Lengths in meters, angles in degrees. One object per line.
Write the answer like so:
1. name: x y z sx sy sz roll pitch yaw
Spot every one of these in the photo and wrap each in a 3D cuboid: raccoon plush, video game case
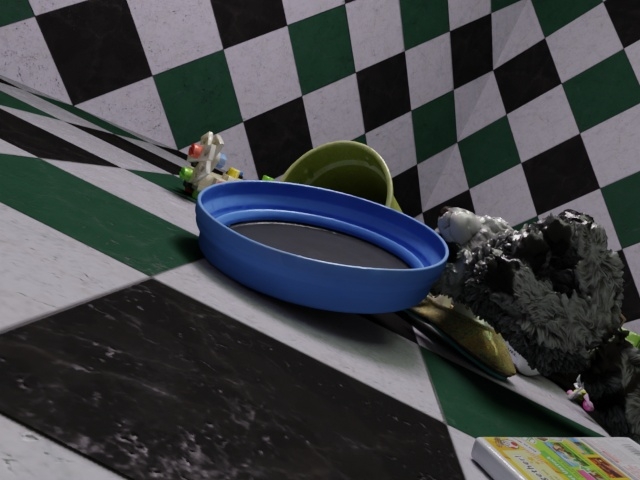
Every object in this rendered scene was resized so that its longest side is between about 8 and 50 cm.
1. raccoon plush: 0.319 0.142 0.990 0.216 0.447 0.299 -17 -1 -20
2. video game case: 0.276 0.238 0.518 0.206 0.026 0.227 8 13 -24

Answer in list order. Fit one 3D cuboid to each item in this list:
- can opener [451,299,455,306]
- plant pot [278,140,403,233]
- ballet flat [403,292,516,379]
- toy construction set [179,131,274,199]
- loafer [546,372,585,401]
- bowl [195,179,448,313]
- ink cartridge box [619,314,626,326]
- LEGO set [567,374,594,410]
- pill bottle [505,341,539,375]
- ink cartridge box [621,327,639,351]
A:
1. can opener: 0.275 0.154 1.414 0.280 0.074 0.093 24 40 0
2. plant pot: 0.071 -0.028 1.293 0.276 0.276 0.254 30 -5 36
3. ballet flat: 0.240 0.129 1.153 0.123 0.123 0.348 21 7 -39
4. toy construction set: -0.207 -0.128 1.457 0.327 0.151 0.215 35 -2 -40
5. loafer: 0.532 0.273 1.304 0.080 0.078 0.220 22 7 -37
6. bowl: 0.000 0.000 0.948 0.391 0.077 0.391 11 18 -4
7. ink cartridge box: 0.516 0.130 1.355 0.193 0.088 0.234 41 -11 -26
8. LEGO set: 0.574 0.319 1.150 0.287 0.107 0.132 31 32 -16
9. pill bottle: 0.382 0.160 1.276 0.130 0.130 0.246 22 14 -35
10. ink cartridge box: 0.694 0.283 1.518 0.188 0.097 0.255 28 -12 41
